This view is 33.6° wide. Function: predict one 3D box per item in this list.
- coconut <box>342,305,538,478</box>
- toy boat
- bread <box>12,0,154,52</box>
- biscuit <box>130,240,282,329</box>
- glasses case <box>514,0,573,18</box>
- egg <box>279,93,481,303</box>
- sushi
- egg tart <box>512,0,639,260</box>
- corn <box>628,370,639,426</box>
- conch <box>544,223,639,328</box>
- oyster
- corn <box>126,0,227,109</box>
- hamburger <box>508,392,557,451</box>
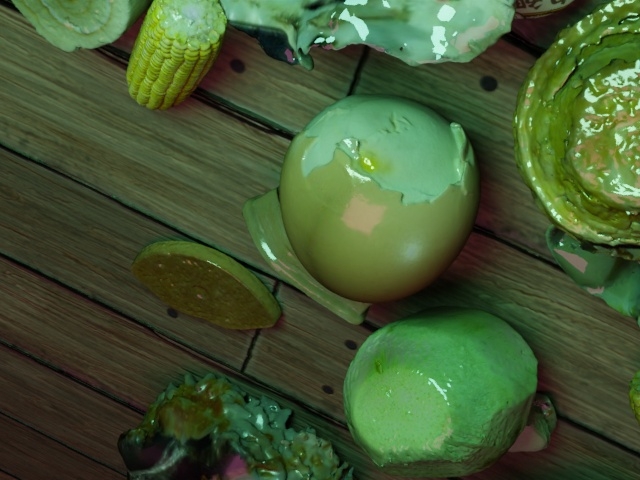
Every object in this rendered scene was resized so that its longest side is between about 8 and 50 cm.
[{"bbox_3d":[0.142,0.180,1.252,0.205,0.236,0.235,39,146,25],"label":"coconut"},{"bbox_3d":[0.000,0.000,1.211,0.188,0.116,0.061,35,135,-12],"label":"toy boat"},{"bbox_3d":[-0.215,-0.275,1.018,0.148,0.141,0.134,-20,122,41],"label":"bread"},{"bbox_3d":[-0.155,0.058,1.426,0.221,0.029,0.142,17,140,14],"label":"biscuit"},{"bbox_3d":[0.144,-0.316,0.815,0.122,0.082,0.321,7,136,23],"label":"glasses case"},{"bbox_3d":[0.057,-0.037,1.069,0.201,0.201,0.244,19,141,11],"label":"egg"},{"bbox_3d":[-0.120,0.397,1.658,0.418,0.175,0.417,10,134,11],"label":"sushi"},{"bbox_3d":[0.279,-0.091,0.909,0.241,0.106,0.241,5,104,18],"label":"egg tart"},{"bbox_3d":[0.461,0.263,1.232,0.106,0.106,0.305,-23,118,43],"label":"corn"},{"bbox_3d":[0.334,0.025,1.032,0.187,0.124,0.181,2,123,56],"label":"conch"},{"bbox_3d":[0.004,-0.262,0.875,0.351,0.115,0.237,11,113,50],"label":"oyster"},{"bbox_3d":[-0.147,-0.189,1.064,0.081,0.081,0.248,36,164,-9],"label":"corn"},{"bbox_3d":[0.249,0.239,1.372,0.121,0.054,0.084,-1,136,34],"label":"hamburger"}]
